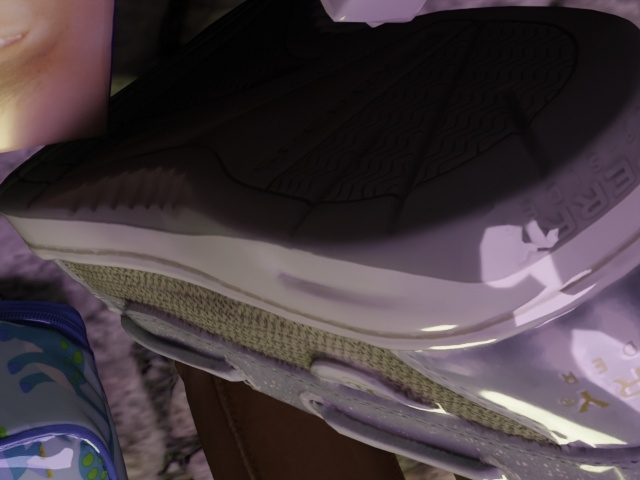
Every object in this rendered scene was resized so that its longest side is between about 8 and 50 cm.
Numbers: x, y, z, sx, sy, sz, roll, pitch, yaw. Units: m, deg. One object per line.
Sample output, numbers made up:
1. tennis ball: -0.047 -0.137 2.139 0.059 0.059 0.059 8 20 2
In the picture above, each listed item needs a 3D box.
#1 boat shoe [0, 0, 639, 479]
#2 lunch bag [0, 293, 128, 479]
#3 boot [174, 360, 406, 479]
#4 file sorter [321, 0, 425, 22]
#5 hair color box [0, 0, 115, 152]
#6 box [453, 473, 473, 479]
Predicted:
1. boat shoe: 0.002 -0.001 0.528 0.118 0.320 0.103 -39 110 -18
2. lunch bag: -0.159 0.124 0.771 0.176 0.090 0.219 -16 140 -8
3. boot: 0.043 0.184 0.805 0.089 0.269 0.236 -26 141 5
4. file sorter: 0.096 -0.201 0.371 0.173 0.193 0.278 0 142 -33
5. hair color box: -0.135 -0.149 0.397 0.185 0.110 0.339 -11 147 -16
6. box: 0.183 0.177 0.843 0.148 0.311 0.121 -6 144 -21
